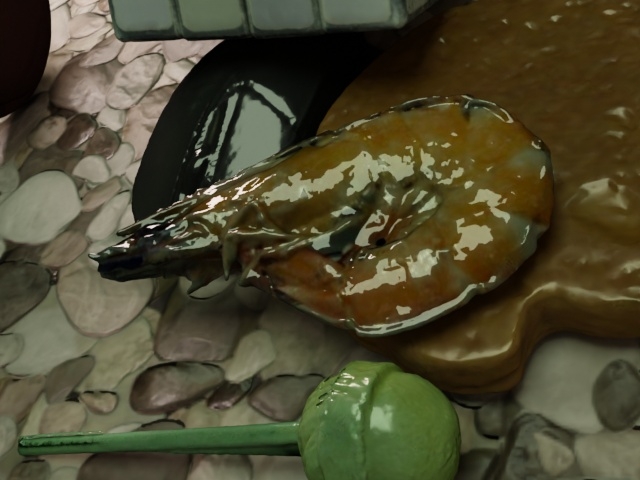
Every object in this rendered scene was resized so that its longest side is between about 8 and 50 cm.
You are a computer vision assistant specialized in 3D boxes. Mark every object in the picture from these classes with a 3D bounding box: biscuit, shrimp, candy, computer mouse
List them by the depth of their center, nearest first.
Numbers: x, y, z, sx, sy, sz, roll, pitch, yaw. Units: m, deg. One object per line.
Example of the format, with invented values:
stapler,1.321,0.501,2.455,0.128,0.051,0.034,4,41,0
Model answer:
candy,-0.070,0.132,0.672,0.336,0.093,0.092,-8,58,28
shrimp,0.000,0.000,0.680,0.317,0.062,0.164,-16,52,9
biscuit,0.137,-0.041,0.726,0.312,0.057,0.351,-30,48,1
computer mouse,-0.058,-0.101,0.838,0.138,0.086,0.269,14,60,31

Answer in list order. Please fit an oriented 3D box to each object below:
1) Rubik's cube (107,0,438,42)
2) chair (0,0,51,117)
Rubik's cube,-0.023,-0.312,0.829,0.259,0.253,0.256,2,25,27
chair,-0.430,-0.219,0.990,0.401,0.226,0.226,1,54,24
